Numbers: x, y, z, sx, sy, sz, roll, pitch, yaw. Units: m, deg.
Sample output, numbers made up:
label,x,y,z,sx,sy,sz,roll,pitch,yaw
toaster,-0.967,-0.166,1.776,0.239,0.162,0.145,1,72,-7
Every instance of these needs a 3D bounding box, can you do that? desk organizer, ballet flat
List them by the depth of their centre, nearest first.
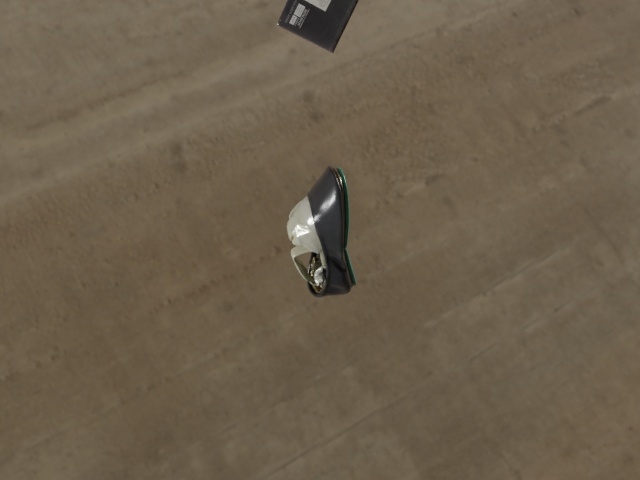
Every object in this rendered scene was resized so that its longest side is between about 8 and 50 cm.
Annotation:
label,x,y,z,sx,sy,sz,roll,pitch,yaw
desk organizer,0.018,-0.209,0.655,0.130,0.047,0.050,-62,7,21
ballet flat,0.000,0.000,0.990,0.074,0.074,0.203,-28,-33,-14
